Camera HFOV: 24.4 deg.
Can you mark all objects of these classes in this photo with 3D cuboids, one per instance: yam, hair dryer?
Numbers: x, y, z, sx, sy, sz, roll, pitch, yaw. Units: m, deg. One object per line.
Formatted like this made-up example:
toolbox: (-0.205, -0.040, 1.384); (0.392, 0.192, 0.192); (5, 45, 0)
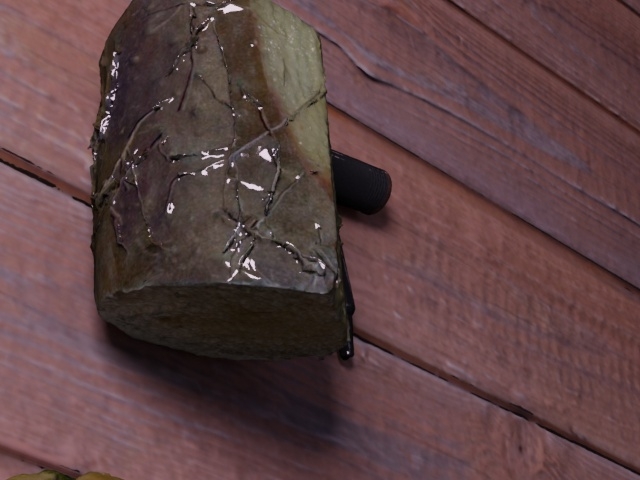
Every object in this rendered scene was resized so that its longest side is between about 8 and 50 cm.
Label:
yam: (-0.076, -0.055, 1.111); (0.202, 0.201, 0.271); (80, 12, -65)
hair dryer: (-0.011, 0.001, 1.269); (0.173, 0.050, 0.195); (18, 57, -36)

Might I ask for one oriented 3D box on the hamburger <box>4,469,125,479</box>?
hamburger: (-0.101, 0.272, 0.884); (0.285, 0.134, 0.265); (44, 40, -52)
